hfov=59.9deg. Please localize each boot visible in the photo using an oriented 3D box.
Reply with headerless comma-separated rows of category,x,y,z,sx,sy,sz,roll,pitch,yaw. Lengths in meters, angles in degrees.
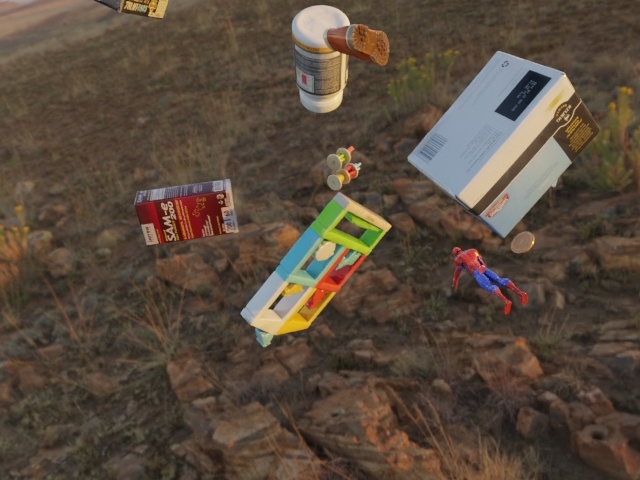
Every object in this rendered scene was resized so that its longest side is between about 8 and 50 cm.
boot,0.073,-0.380,1.075,0.085,0.059,0.158,13,7,36

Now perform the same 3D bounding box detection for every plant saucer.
plant saucer,0.665,0.006,1.832,0.083,0.013,0.083,-40,29,28

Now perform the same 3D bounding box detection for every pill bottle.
pill bottle,0.002,-0.515,1.607,0.162,0.278,0.162,0,58,0

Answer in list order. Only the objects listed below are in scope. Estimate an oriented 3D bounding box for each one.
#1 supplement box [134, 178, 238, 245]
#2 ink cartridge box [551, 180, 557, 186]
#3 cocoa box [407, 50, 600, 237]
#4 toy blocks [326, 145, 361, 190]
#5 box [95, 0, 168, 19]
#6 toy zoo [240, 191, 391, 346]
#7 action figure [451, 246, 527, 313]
supplement box,-0.341,-0.073,1.432,0.239,0.130,0.073,-9,33,-5
ink cartridge box,0.723,-0.269,1.792,0.060,0.180,0.104,-8,26,-33
cocoa box,0.439,-0.230,1.346,0.347,0.228,0.231,-50,38,10
toy blocks,0.082,-0.240,1.737,0.054,0.123,0.148,20,39,28
box,-0.506,-0.569,1.186,0.295,0.073,0.293,22,16,-6
toy zoo,-0.014,0.062,0.931,0.030,0.192,0.293,44,101,26
action figure,0.484,0.128,1.657,0.091,0.139,0.280,-24,44,-14
